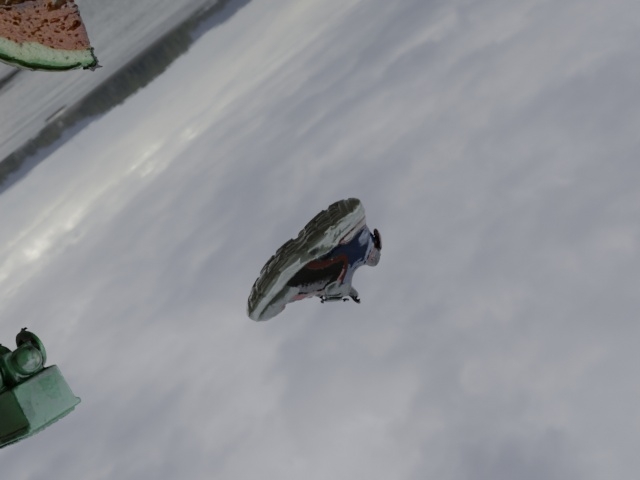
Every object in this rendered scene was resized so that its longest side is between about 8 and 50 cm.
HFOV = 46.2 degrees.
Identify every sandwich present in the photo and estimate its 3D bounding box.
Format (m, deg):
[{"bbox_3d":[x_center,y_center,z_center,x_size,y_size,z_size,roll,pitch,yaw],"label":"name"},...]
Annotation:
[{"bbox_3d":[-0.627,-0.470,1.619,0.292,0.212,0.109,-12,-141,-32],"label":"sandwich"}]

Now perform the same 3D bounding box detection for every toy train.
[{"bbox_3d":[-0.634,0.305,1.527,0.266,0.201,0.145,-26,-177,38],"label":"toy train"}]

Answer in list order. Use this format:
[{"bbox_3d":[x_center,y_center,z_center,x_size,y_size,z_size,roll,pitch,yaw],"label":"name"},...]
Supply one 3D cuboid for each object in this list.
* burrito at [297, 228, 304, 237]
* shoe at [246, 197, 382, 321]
[{"bbox_3d":[0.000,0.000,1.397,0.149,0.055,0.041,14,-96,65],"label":"burrito"},{"bbox_3d":[0.000,0.048,1.063,0.227,0.125,0.099,-43,-161,8],"label":"shoe"}]
